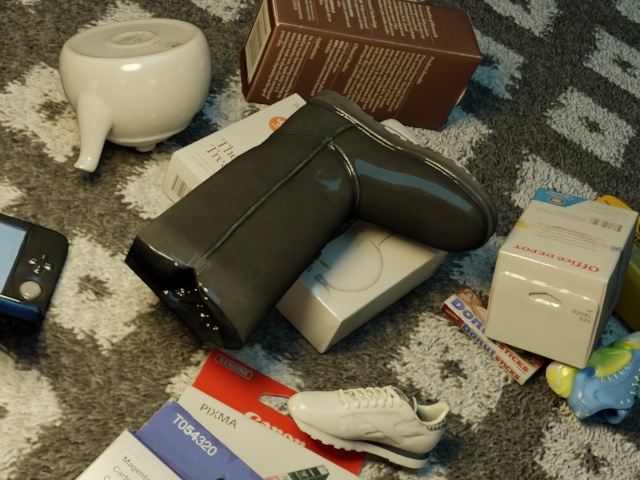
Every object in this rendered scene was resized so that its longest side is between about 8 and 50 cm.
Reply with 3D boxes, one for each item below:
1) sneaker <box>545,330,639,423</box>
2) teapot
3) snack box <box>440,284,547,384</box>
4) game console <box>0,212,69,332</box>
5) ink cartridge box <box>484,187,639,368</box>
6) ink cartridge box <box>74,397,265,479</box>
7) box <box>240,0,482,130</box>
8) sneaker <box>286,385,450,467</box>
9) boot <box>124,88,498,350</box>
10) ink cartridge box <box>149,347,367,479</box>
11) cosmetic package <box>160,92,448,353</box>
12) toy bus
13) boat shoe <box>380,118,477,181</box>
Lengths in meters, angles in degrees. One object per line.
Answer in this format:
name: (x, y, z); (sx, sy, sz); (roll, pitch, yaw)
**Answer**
sneaker: (0.472, 0.225, 1.907); (0.240, 0.091, 0.126); (-14, 71, -24)
teapot: (-0.280, -0.232, 1.882); (0.256, 0.187, 0.252); (-11, 28, -12)
snack box: (0.276, 0.150, 1.912); (0.178, 0.022, 0.064); (44, 48, 14)
game console: (-0.490, 0.001, 1.586); (0.293, 0.173, 0.250); (19, 47, -10)
ink cartridge box: (0.381, 0.055, 1.890); (0.171, 0.168, 0.232); (17, 34, 20)
ink cartridge box: (-0.168, 0.389, 1.430); (0.324, 0.071, 0.330); (39, 60, 9)
box: (0.068, -0.326, 2.107); (0.381, 0.191, 0.143); (8, 49, -19)
sneaker: (0.066, 0.239, 1.667); (0.235, 0.094, 0.090); (16, 27, -24)
boot: (-0.002, -0.001, 1.699); (0.367, 0.146, 0.445); (33, 45, 16)
ink cartridge box: (-0.069, 0.277, 1.623); (0.275, 0.060, 0.239); (28, 47, 0)
cosmetic package: (-0.019, -0.039, 1.890); (0.377, 0.097, 0.284); (44, 46, 15)
toy bus: (0.562, 0.076, 2.045); (0.130, 0.108, 0.332); (-25, 65, -37)
boat shoe: (0.170, -0.119, 2.066); (0.226, 0.083, 0.076); (37, 57, 24)
